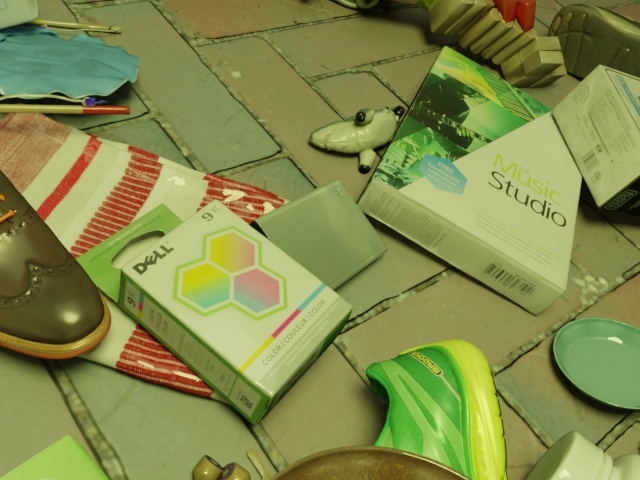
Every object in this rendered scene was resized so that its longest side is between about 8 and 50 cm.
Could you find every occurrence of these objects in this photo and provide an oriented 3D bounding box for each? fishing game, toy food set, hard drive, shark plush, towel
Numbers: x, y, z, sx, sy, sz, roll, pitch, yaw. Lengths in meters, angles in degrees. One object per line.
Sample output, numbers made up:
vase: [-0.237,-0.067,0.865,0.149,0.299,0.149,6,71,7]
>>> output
fishing game: [-0.294,-0.187,0.708,0.189,0.041,0.264,-3,37,-22]
toy food set: [-0.086,0.196,0.467,0.122,0.019,0.078,-18,58,-32]
hard drive: [0.000,0.000,0.639,0.135,0.022,0.094,-31,85,-47]
shark plush: [0.057,-0.150,0.807,0.067,0.073,0.161,13,43,35]
towel: [-0.184,0.002,0.595,0.329,0.037,0.237,19,47,-3]

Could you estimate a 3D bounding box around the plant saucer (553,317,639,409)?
plant saucer: [0.291,0.126,0.648,0.119,0.021,0.119,1,38,-1]

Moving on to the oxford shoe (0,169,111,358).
oxford shoe: [-0.268,-0.016,0.489,0.271,0.098,0.097,36,50,10]

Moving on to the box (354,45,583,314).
box: [0.199,-0.091,0.783,0.232,0.058,0.322,31,45,-1]

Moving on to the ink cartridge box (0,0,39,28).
ink cartridge box: [-0.541,-0.310,0.725,0.385,0.091,0.308,-21,55,-13]

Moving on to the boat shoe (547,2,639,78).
boat shoe: [0.533,-0.271,1.030,0.130,0.132,0.355,-28,65,-36]

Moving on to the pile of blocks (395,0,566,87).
pile of blocks: [0.234,-0.361,0.945,0.362,0.113,0.148,29,69,-13]

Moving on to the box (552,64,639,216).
box: [0.461,-0.111,0.848,0.290,0.087,0.169,9,53,-26]

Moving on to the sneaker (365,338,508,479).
sneaker: [0.080,0.216,0.472,0.124,0.109,0.295,-7,51,11]

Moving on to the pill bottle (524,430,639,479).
pill bottle: [0.255,0.243,0.481,0.215,0.117,0.117,38,48,15]

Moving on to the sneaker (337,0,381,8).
sneaker: [0.090,-0.428,1.036,0.331,0.122,0.146,-10,72,-28]

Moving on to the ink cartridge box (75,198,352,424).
ink cartridge box: [-0.091,0.038,0.537,0.209,0.062,0.109,38,51,12]

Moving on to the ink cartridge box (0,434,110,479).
ink cartridge box: [-0.103,0.298,0.301,0.353,0.119,0.207,42,48,18]

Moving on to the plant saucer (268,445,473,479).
plant saucer: [0.042,0.202,0.355,0.199,0.036,0.198,11,30,-6]
